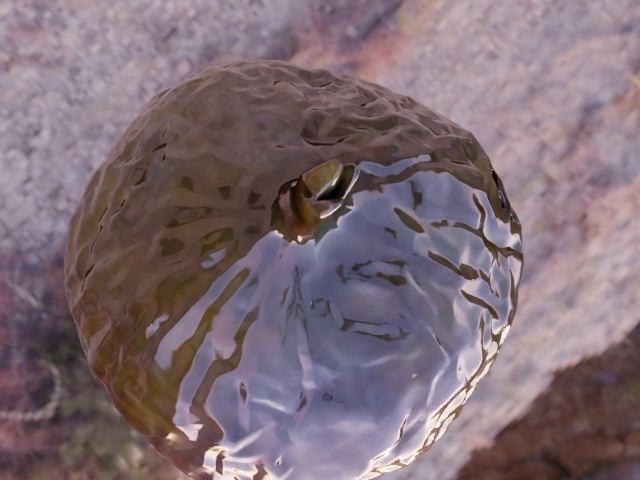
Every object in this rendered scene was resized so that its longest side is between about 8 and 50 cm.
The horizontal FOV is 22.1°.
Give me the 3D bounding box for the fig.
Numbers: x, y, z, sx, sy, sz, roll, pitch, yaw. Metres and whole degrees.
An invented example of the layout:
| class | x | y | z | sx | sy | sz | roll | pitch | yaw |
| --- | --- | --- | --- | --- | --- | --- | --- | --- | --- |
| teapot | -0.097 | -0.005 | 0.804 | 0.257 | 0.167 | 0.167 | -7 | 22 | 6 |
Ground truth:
| class | x | y | z | sx | sy | sz | roll | pitch | yaw |
| --- | --- | --- | --- | --- | --- | --- | --- | --- | --- |
| fig | 0.000 | 0.000 | 0.948 | 0.286 | 0.286 | 0.368 | -32 | 174 | -17 |
